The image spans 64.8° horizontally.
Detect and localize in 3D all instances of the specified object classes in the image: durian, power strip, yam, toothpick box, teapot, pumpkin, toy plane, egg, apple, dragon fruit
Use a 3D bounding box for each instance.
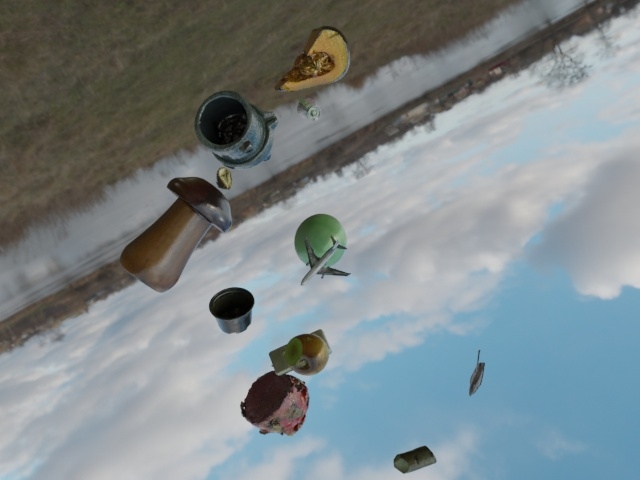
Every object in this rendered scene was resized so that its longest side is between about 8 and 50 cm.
[{"bbox_3d":[-0.417,-0.261,2.169,0.066,0.130,0.052,-1,146,-23],"label":"durian"},{"bbox_3d":[-0.088,0.466,2.084,0.257,0.105,0.070,-25,155,0],"label":"power strip"},{"bbox_3d":[0.321,0.755,1.735,0.146,0.069,0.070,-20,-170,3],"label":"yam"},{"bbox_3d":[-0.359,-0.022,1.275,0.294,0.192,0.192,-53,-166,-10],"label":"toothpick box"},{"bbox_3d":[-0.039,-0.413,1.580,0.064,0.083,0.064,-46,-134,1],"label":"teapot"},{"bbox_3d":[-0.035,-0.634,1.752,0.280,0.190,0.139,-13,-153,-6],"label":"pumpkin"},{"bbox_3d":[0.003,0.084,1.886,0.226,0.226,0.058,-51,164,3],"label":"toy plane"},{"bbox_3d":[0.000,0.000,2.122,0.220,0.220,0.269,-26,-154,16],"label":"egg"},{"bbox_3d":[-0.049,0.429,1.899,0.147,0.163,0.146,-93,-159,-69],"label":"apple"},{"bbox_3d":[-0.172,0.793,2.373,0.314,0.263,0.296,0,-130,48],"label":"dragon fruit"}]

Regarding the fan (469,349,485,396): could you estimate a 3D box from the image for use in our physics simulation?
[{"bbox_3d":[0.656,0.544,2.114,0.220,0.009,0.132,-64,176,-45],"label":"fan"}]

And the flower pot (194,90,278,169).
[{"bbox_3d":[-0.316,-0.433,2.006,0.299,0.299,0.283,-27,167,6],"label":"flower pot"}]

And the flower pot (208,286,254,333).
[{"bbox_3d":[-0.303,0.252,1.767,0.157,0.107,0.157,-2,-139,2],"label":"flower pot"}]
